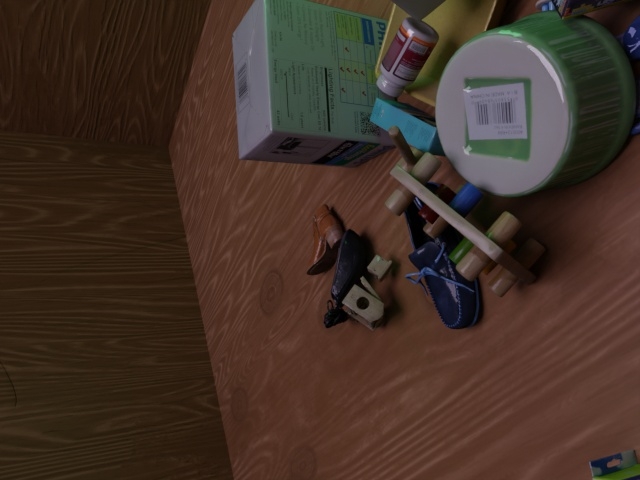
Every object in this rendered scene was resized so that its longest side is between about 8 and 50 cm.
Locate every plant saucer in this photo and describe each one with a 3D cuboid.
[{"bbox_3d":[0.275,-0.476,1.159,0.333,0.081,0.333,49,130,50],"label":"plant saucer"}]

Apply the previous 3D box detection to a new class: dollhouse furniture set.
[{"bbox_3d":[0.152,0.149,1.400,0.101,0.161,0.182,33,168,18],"label":"dollhouse furniture set"}]

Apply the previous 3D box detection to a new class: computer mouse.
[{"bbox_3d":[0.080,0.106,1.453,0.188,0.072,0.272,21,-100,-76],"label":"computer mouse"}]

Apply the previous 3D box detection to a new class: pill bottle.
[{"bbox_3d":[0.183,-0.394,1.152,0.152,0.086,0.086,-59,42,41],"label":"pill bottle"}]

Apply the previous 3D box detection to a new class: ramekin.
[{"bbox_3d":[0.337,-0.218,0.892,0.303,0.148,0.303,34,134,44],"label":"ramekin"}]

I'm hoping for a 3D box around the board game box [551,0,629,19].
[{"bbox_3d":[0.429,-0.426,0.810,0.048,0.170,0.141,67,-172,-66],"label":"board game box"}]

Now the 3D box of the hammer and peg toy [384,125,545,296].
[{"bbox_3d":[0.228,-0.057,0.991,0.127,0.266,0.361,-51,57,12],"label":"hammer and peg toy"}]

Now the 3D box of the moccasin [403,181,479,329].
[{"bbox_3d":[0.239,0.033,1.171,0.138,0.116,0.342,-47,50,49],"label":"moccasin"}]

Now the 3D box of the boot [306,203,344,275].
[{"bbox_3d":[0.000,0.000,1.637,0.197,0.073,0.152,-51,47,30],"label":"boot"}]

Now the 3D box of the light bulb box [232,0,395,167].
[{"bbox_3d":[-0.016,-0.395,1.382,0.225,0.361,0.358,-17,75,60],"label":"light bulb box"}]

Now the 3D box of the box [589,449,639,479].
[{"bbox_3d":[0.464,0.413,0.783,0.042,0.109,0.178,-27,67,61],"label":"box"}]

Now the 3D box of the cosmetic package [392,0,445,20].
[{"bbox_3d":[0.275,-0.638,0.919,0.453,0.161,0.230,-32,69,32],"label":"cosmetic package"}]

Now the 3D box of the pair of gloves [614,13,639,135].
[{"bbox_3d":[0.507,-0.267,0.813,0.159,0.023,0.198,-5,86,58],"label":"pair of gloves"}]

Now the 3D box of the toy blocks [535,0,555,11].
[{"bbox_3d":[0.430,-0.451,0.917,0.123,0.054,0.148,2,91,60],"label":"toy blocks"}]

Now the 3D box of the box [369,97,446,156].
[{"bbox_3d":[0.221,-0.263,1.227,0.244,0.100,0.060,47,128,50],"label":"box"}]
